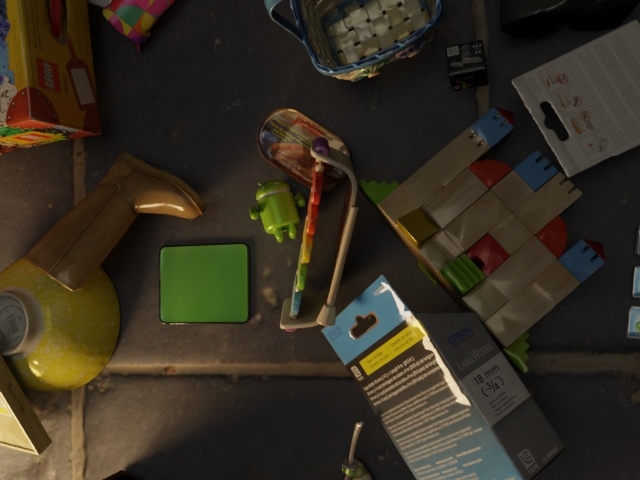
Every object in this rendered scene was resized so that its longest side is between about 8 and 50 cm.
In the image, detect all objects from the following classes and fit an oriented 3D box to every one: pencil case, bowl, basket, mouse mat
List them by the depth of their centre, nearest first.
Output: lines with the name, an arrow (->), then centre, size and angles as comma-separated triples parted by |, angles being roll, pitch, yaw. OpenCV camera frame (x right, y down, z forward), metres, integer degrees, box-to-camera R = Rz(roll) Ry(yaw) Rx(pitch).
basket -> 0.072, -0.382, 1.036 | 0.255, 0.289, 0.201 | -25, 75, 17
mouse mat -> -0.221, 0.082, 1.239 | 0.190, 0.007, 0.152 | -2, 85, 17
bowl -> -0.550, 0.156, 1.253 | 0.290, 0.156, 0.289 | -1, 86, 16
pencil case -> -0.318, -0.489, 1.263 | 0.104, 0.104, 0.236 | 44, 100, 15

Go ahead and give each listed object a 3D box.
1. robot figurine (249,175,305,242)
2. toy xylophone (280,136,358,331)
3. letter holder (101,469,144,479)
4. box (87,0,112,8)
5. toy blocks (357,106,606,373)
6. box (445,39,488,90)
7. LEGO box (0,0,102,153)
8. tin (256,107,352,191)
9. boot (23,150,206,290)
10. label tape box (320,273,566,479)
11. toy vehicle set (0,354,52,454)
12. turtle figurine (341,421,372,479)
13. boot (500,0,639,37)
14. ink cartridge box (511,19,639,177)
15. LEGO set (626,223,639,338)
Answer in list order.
robot figurine -> -0.076, -0.057, 1.173 | 0.101, 0.067, 0.115 | -16, 80, -2
toy xylophone -> 0.000, 0.000, 1.051 | 0.081, 0.236, 0.322 | 10, 100, -3
letter holder -> -0.347, 0.608, 1.165 | 0.215, 0.152, 0.301 | 16, 91, 15
box -> -0.444, -0.642, 1.318 | 0.232, 0.058, 0.321 | 25, 97, 17
toy blocks -> 0.283, -0.024, 1.026 | 0.261, 0.191, 0.381 | -40, 76, -1
box -> 0.243, -0.288, 1.087 | 0.062, 0.083, 0.052 | -7, 83, 16
LEGO box -> -0.655, -0.426, 1.261 | 0.373, 0.193, 0.499 | -8, 88, 19
tin -> -0.027, -0.163, 1.184 | 0.190, 0.040, 0.106 | 36, 100, 15
boot -> -0.370, -0.015, 1.201 | 0.236, 0.089, 0.269 | 25, 68, 28
label tape box -> 0.170, 0.216, 0.993 | 0.333, 0.106, 0.240 | 57, 146, 12
toy vehicle set -> -0.628, 0.286, 1.236 | 0.166, 0.035, 0.266 | 3, 123, 28
turtle figurine -> 0.014, 0.443, 1.049 | 0.266, 0.275, 0.197 | -31, 44, 16
boot -> 0.298, -0.547, 1.071 | 0.367, 0.146, 0.444 | -7, 89, 18
ink cartridge box -> 0.432, -0.214, 1.016 | 0.225, 0.056, 0.181 | -27, 79, -1
LEGO set -> 0.597, 0.075, 0.972 | 0.244, 0.060, 0.182 | 6, 92, 16
